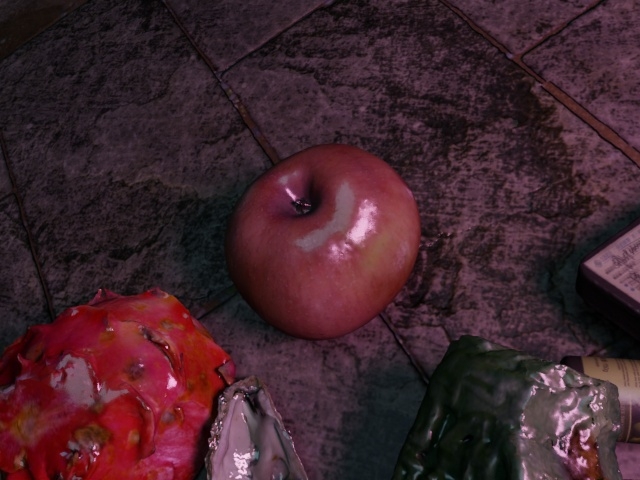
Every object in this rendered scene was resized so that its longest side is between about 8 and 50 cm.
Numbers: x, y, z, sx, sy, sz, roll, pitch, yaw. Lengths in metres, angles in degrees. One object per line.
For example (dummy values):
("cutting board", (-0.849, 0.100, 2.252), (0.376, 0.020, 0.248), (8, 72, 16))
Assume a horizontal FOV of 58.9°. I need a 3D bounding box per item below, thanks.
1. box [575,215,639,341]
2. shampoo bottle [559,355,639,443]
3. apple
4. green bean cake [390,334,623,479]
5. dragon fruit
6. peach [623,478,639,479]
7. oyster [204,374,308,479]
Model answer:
("box", (0.519, 0.013, 0.714), (0.350, 0.058, 0.211), (-32, 45, -12))
("shampoo bottle", (0.439, 0.196, 0.675), (0.284, 0.101, 0.101), (0, 64, 19))
("apple", (0.000, 0.000, 0.856), (0.306, 0.235, 0.306), (-9, 61, 17))
("green bean cake", (0.211, 0.276, 0.580), (0.300, 0.169, 0.308), (14, 81, 64))
("dragon fruit", (-0.341, 0.241, 0.862), (0.386, 0.249, 0.371), (-23, 63, 10))
("peach", (0.351, 0.347, 0.612), (0.152, 0.152, 0.152), (-8, 61, 16))
("oyster", (-0.103, 0.337, 0.806), (0.199, 0.087, 0.252), (-38, 65, -13))
